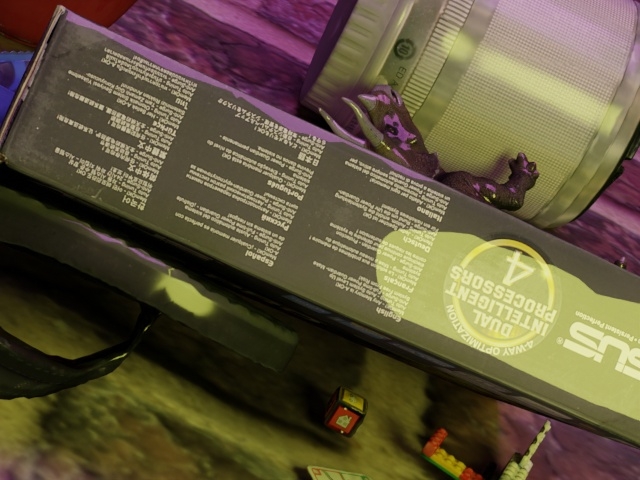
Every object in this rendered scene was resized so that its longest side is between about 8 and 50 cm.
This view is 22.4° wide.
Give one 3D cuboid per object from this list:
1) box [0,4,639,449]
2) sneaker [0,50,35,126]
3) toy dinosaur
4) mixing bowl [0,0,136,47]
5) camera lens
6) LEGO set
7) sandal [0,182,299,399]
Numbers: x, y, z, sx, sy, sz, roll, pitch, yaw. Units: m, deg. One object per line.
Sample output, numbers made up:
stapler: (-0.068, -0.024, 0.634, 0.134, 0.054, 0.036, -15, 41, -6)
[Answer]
box: (0.000, 0.000, 0.960, 0.395, 0.097, 0.318, 24, -7, -12)
sneaker: (-0.237, -0.088, 1.103, 0.209, 0.069, 0.082, -1, 73, -64)
toy dinosaur: (0.131, 0.011, 1.255, 0.160, 0.121, 0.313, -10, 47, -37)
mixing bowl: (-0.227, -0.219, 1.310, 0.181, 0.098, 0.181, 24, 24, -12)
camera lens: (0.146, -0.152, 1.423, 0.274, 0.219, 0.219, 25, 24, -8)
LEGO set: (0.094, 0.168, 0.939, 0.182, 0.060, 0.244, 15, 26, -35)
sandal: (-0.231, 0.003, 0.850, 0.446, 0.107, 0.167, 21, -2, -8)
